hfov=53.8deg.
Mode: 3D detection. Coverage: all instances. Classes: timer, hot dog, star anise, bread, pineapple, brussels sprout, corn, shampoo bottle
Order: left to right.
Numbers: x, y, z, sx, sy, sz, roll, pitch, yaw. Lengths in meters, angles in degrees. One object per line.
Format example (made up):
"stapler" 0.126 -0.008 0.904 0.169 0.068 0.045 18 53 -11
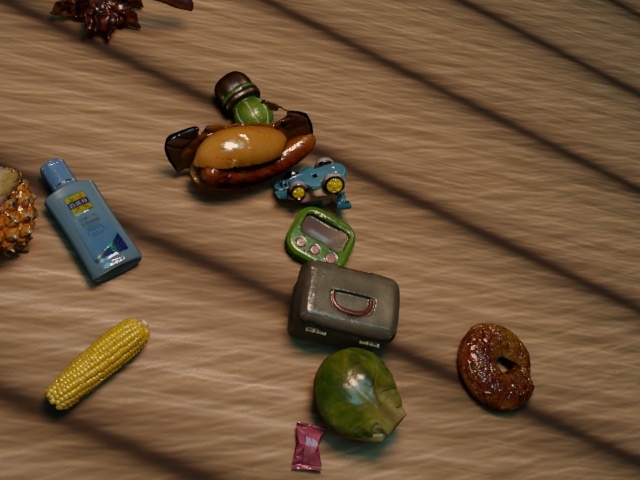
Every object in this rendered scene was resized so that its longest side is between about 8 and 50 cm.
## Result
"pineapple" -0.565 -0.029 1.130 0.176 0.137 0.161 24 62 41
"shampoo bottle" -0.452 -0.046 1.208 0.104 0.061 0.258 -30 76 -30
"corn" -0.383 0.211 1.099 0.067 0.067 0.206 43 62 6
"star anise" -0.458 -0.561 1.419 0.346 0.148 0.237 14 62 -1
"hot dog" -0.143 -0.176 1.304 0.326 0.194 0.107 -21 66 -13
"timer" 0.000 0.000 1.349 0.140 0.047 0.128 29 60 -3
"brussels sprout" 0.070 0.291 1.175 0.180 0.144 0.161 50 24 23
"bread" 0.374 0.264 1.335 0.193 0.064 0.193 10 61 -18

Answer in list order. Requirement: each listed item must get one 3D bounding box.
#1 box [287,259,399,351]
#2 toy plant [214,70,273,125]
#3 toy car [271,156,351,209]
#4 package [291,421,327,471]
"box" 0.043 0.134 1.247 0.210 0.129 0.148 15 60 -12
"toy plant" -0.165 -0.298 1.417 0.093 0.093 0.162 -28 76 -28
"toy car" -0.015 -0.106 1.374 0.161 0.098 0.126 -19 27 -4
"package" -0.021 0.380 1.160 0.059 0.029 0.083 11 70 -10
